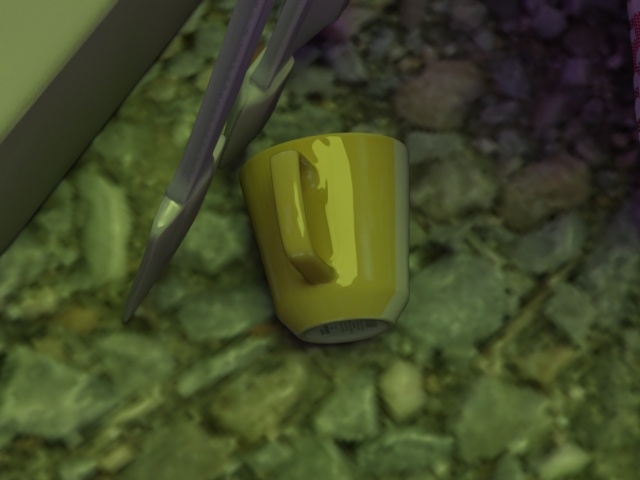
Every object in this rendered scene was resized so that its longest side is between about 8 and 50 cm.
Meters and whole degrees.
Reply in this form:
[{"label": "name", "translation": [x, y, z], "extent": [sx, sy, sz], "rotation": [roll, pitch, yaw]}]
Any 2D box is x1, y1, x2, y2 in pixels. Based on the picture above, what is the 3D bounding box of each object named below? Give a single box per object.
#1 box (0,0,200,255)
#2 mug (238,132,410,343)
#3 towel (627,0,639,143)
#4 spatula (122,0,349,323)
[{"label": "box", "translation": [-0.146, -0.048, 0.515], "extent": [0.113, 0.094, 0.275], "rotation": [32, 62, 6]}, {"label": "mug", "translation": [-0.001, 0.001, 0.534], "extent": [0.078, 0.062, 0.064], "rotation": [8, 68, -41]}, {"label": "towel", "translation": [0.196, -0.056, 0.620], "extent": [0.144, 0.029, 0.197], "rotation": [4, 60, -8]}, {"label": "spatula", "translation": [-0.007, -0.081, 0.473], "extent": [0.019, 0.242, 0.168], "rotation": [33, 63, 2]}]
